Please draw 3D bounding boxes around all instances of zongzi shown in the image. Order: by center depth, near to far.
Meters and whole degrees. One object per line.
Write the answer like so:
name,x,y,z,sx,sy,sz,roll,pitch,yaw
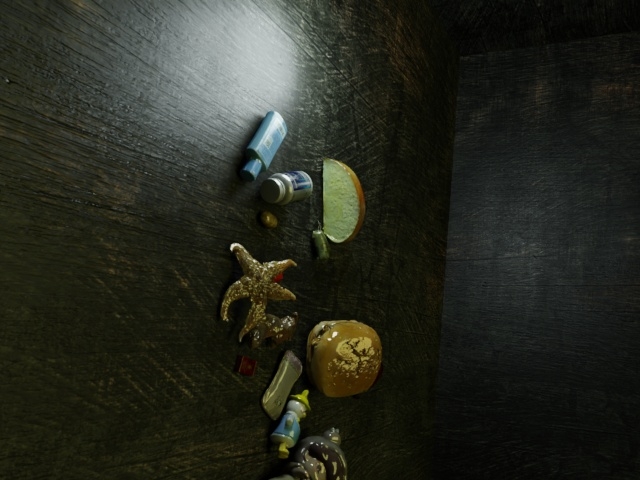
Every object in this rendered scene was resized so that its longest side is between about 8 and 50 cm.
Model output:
zongzi,0.000,0.000,2.071,0.130,0.062,0.154,-20,93,-81

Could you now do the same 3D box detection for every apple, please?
apple,0.089,-0.155,2.126,0.179,0.254,0.345,-4,96,-20

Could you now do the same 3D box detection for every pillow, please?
pillow,-0.132,0.500,1.847,0.232,0.038,0.130,-62,139,-35

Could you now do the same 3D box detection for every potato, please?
potato,-0.171,-0.067,1.749,0.083,0.040,0.051,44,44,-55

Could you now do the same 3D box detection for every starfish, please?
starfish,-0.181,0.147,1.647,0.303,0.060,0.299,-8,90,-41

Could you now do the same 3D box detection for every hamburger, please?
hamburger,0.091,0.457,2.053,0.305,0.174,0.284,0,97,-28

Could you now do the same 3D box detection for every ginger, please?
ginger,-0.163,0.299,1.761,0.290,0.084,0.122,8,108,-63

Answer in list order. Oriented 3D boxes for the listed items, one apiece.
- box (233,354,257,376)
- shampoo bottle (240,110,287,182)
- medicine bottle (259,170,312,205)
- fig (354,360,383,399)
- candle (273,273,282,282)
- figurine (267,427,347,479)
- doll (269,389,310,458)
box,-0.236,0.396,1.673,0.082,0.023,0.051,41,57,-54
shampoo bottle,-0.184,-0.294,1.693,0.103,0.061,0.258,61,41,-43
medicine bottle,-0.115,-0.174,1.776,0.191,0.107,0.106,-20,109,-59
fig,0.194,0.583,2.302,0.190,0.191,0.290,-61,140,-40
candle,-0.165,0.120,1.759,0.131,0.052,0.051,-13,103,-61
figurine,-0.054,0.829,1.866,0.381,0.203,0.248,-9,92,-49
doll,-0.102,0.631,1.851,0.241,0.099,0.135,-60,136,-38
